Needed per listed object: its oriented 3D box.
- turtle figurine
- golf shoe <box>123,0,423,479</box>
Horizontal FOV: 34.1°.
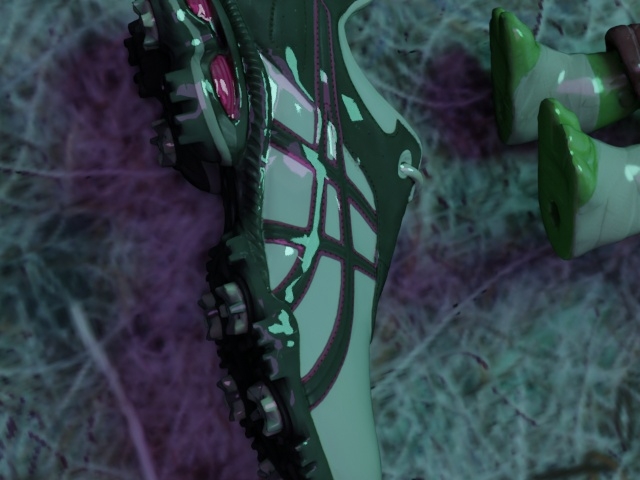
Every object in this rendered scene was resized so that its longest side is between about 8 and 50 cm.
[{"bbox_3d":[0.219,-0.099,0.451,0.266,0.274,0.198,-10,74,-2],"label":"turtle figurine"},{"bbox_3d":[0.000,0.000,0.468,0.120,0.105,0.273,-14,90,-18],"label":"golf shoe"}]
